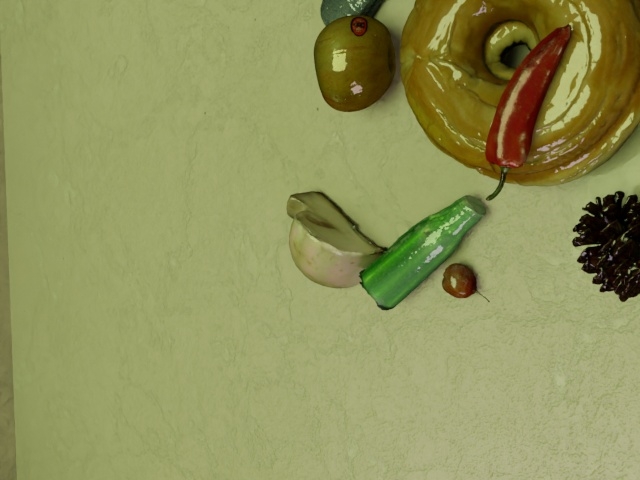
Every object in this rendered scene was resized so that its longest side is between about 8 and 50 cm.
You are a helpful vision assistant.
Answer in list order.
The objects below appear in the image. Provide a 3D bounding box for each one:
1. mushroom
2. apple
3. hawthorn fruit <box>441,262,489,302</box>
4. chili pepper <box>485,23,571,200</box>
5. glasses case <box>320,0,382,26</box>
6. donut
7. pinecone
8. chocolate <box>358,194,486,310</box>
[{"bbox_3d":[-0.015,0.023,1.481,0.236,0.162,0.173,44,121,27],"label":"mushroom"},{"bbox_3d":[0.070,-0.350,1.332,0.155,0.182,0.182,-8,94,11],"label":"apple"},{"bbox_3d":[0.286,0.087,1.313,0.103,0.067,0.066,25,114,21],"label":"hawthorn fruit"},{"bbox_3d":[0.293,-0.186,0.993,0.063,0.071,0.272,-122,46,-64],"label":"chili pepper"},{"bbox_3d":[0.095,-0.531,1.343,0.109,0.067,0.282,56,129,21],"label":"glasses case"},{"bbox_3d":[0.330,-0.306,1.108,0.449,0.198,0.448,7,101,37],"label":"donut"},{"bbox_3d":[0.480,-0.001,1.075,0.163,0.163,0.165,-56,48,32],"label":"pinecone"},{"bbox_3d":[0.206,0.017,1.342,0.291,0.110,0.110,-45,70,33],"label":"chocolate"}]
